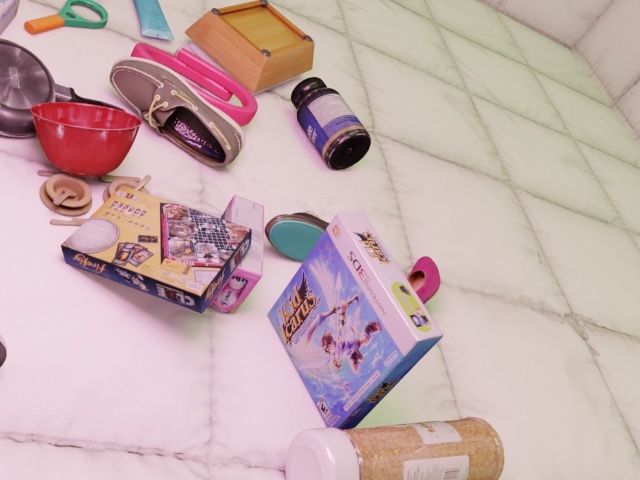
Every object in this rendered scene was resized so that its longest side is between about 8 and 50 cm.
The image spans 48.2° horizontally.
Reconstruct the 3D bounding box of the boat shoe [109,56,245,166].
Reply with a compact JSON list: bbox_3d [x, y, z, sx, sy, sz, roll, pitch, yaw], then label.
[{"bbox_3d":[-0.292,-0.256,1.431,0.305,0.109,0.091,34,31,-10],"label":"boat shoe"}]

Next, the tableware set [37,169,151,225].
[{"bbox_3d":[-0.376,-0.080,1.223,0.194,0.039,0.128,2,48,-38],"label":"tableware set"}]

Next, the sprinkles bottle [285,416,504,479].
[{"bbox_3d":[0.123,0.341,1.097,0.356,0.121,0.121,7,45,-36],"label":"sprinkles bottle"}]

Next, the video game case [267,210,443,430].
[{"bbox_3d":[0.040,0.132,1.133,0.061,0.269,0.244,-4,51,-39],"label":"video game case"}]

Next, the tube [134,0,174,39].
[{"bbox_3d":[-0.412,-0.557,1.721,0.080,0.052,0.207,-4,54,-30],"label":"tube"}]

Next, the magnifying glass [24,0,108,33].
[{"bbox_3d":[-0.546,-0.481,1.543,0.092,0.026,0.231,38,37,2],"label":"magnifying glass"}]

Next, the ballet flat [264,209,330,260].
[{"bbox_3d":[0.000,0.000,1.412,0.281,0.095,0.096,24,27,-33],"label":"ballet flat"}]

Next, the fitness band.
[{"bbox_3d":[-0.271,-0.344,1.554,0.291,0.054,0.209,29,22,-9],"label":"fitness band"}]

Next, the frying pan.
[{"bbox_3d":[-0.497,-0.247,1.279,0.326,0.053,0.197,28,50,-32],"label":"frying pan"}]

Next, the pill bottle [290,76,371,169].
[{"bbox_3d":[0.019,-0.285,1.707,0.123,0.122,0.219,-4,51,-42],"label":"pill bottle"}]

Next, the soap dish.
[{"bbox_3d":[-0.162,-0.493,1.794,0.229,0.118,0.291,42,37,7],"label":"soap dish"}]

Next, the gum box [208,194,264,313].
[{"bbox_3d":[-0.148,0.026,1.235,0.062,0.107,0.188,21,39,-21],"label":"gum box"}]

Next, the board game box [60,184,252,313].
[{"bbox_3d":[-0.252,0.008,1.123,0.243,0.042,0.165,19,45,15],"label":"board game box"}]

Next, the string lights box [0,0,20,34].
[{"bbox_3d":[-0.723,-0.490,1.362,0.260,0.076,0.133,23,38,-17],"label":"string lights box"}]

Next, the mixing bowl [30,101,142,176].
[{"bbox_3d":[-0.403,-0.169,1.226,0.182,0.098,0.181,11,20,-4],"label":"mixing bowl"}]

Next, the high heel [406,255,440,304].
[{"bbox_3d":[0.169,0.099,1.440,0.117,0.082,0.244,36,47,-17],"label":"high heel"}]

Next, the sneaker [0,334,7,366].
[{"bbox_3d":[-0.494,0.048,0.940,0.270,0.090,0.145,32,38,-2],"label":"sneaker"}]
